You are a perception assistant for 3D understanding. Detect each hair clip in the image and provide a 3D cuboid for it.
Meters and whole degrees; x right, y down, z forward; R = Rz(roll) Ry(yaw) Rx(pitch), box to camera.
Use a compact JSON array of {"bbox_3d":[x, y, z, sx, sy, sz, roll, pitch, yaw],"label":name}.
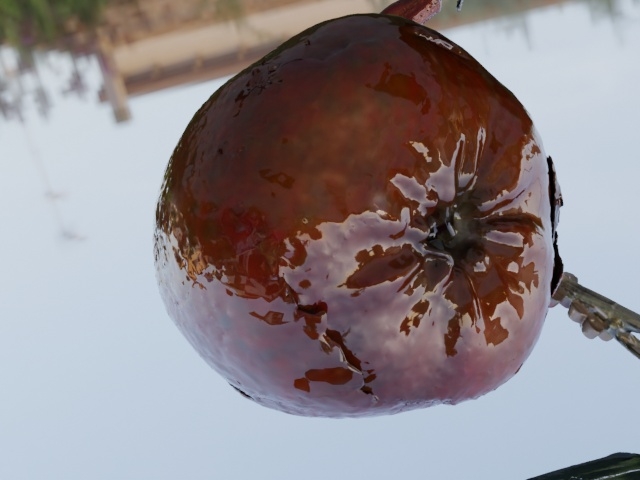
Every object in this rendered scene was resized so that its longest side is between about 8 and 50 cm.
[{"bbox_3d":[0.247,0.050,1.571,0.214,0.056,0.062,35,-141,20],"label":"hair clip"}]

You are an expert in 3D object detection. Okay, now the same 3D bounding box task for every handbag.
[{"bbox_3d":[0.352,0.302,1.836,0.179,0.062,0.229,-11,180,-21],"label":"handbag"}]

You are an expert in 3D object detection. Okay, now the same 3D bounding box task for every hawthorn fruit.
[{"bbox_3d":[0.000,0.000,1.060,0.307,0.276,0.276,-17,-168,48],"label":"hawthorn fruit"}]

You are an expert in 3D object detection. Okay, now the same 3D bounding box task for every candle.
[{"bbox_3d":[0.093,-0.234,1.663,0.162,0.053,0.048,-41,-126,-10],"label":"candle"}]
